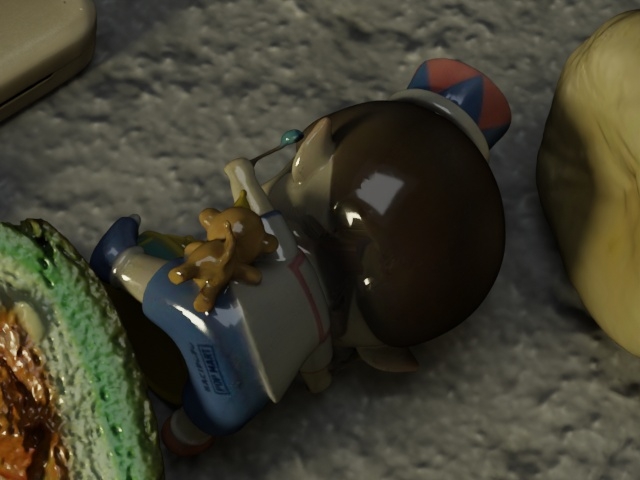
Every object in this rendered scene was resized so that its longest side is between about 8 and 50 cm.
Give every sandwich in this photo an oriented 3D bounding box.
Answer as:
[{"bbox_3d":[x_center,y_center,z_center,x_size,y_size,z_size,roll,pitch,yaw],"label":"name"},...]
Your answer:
[{"bbox_3d":[-0.177,0.092,1.032,0.160,0.109,0.184,-27,78,-28],"label":"sandwich"}]

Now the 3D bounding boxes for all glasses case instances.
[{"bbox_3d":[-0.228,-0.106,1.214,0.196,0.050,0.083,-37,65,-25],"label":"glasses case"}]

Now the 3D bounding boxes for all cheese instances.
[{"bbox_3d":[0.209,-0.041,1.129,0.117,0.218,0.235,-10,37,-17],"label":"cheese"}]

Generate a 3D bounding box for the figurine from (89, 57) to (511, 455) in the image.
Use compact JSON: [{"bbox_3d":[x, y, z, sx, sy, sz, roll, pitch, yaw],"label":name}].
[{"bbox_3d":[0.005,0.002,1.115,0.275,0.161,0.158,-27,25,-25],"label":"figurine"}]
